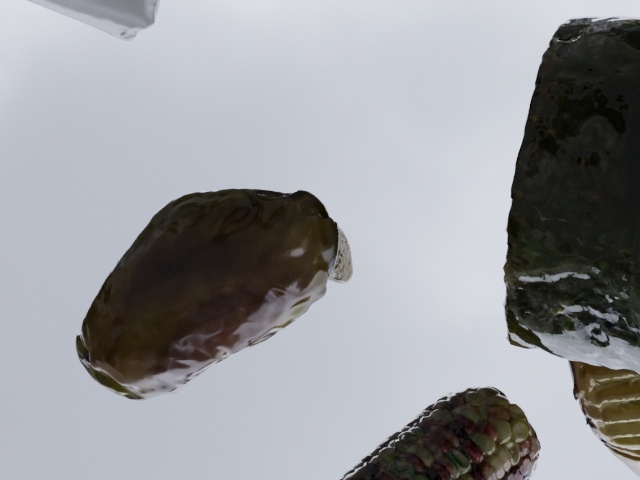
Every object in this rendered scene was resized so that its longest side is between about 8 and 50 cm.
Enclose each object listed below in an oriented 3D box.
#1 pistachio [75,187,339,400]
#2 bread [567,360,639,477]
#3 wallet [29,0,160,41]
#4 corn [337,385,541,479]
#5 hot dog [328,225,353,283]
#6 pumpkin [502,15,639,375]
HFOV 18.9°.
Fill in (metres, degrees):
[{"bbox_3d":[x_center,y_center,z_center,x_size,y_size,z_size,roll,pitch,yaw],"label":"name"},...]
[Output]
[{"bbox_3d":[-0.071,0.024,1.023,0.173,0.049,0.089,-32,-103,19],"label":"pistachio"},{"bbox_3d":[0.264,0.062,1.274,0.156,0.288,0.204,-10,-121,20],"label":"bread"},{"bbox_3d":[-0.158,-0.173,0.999,0.033,0.190,0.095,-21,-122,49],"label":"wallet"},{"bbox_3d":[0.033,0.183,1.190,0.253,0.086,0.086,-37,-143,-28],"label":"corn"},{"bbox_3d":[0.000,0.000,1.445,0.030,0.090,0.034,19,-108,35],"label":"hot dog"},{"bbox_3d":[0.186,-0.016,1.069,0.139,0.280,0.190,7,-93,14],"label":"pumpkin"}]
